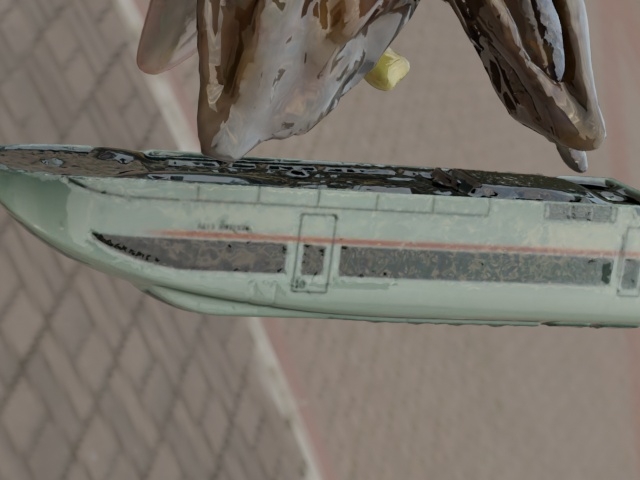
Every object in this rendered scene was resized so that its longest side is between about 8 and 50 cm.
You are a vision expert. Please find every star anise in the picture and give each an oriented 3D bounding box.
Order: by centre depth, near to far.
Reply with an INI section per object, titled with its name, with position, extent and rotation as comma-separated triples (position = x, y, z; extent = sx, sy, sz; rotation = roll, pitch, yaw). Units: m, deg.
[star anise]
position = 0.037, -0.118, 0.518
extent = 0.093, 0.229, 0.236
rotation = 66, 41, -52

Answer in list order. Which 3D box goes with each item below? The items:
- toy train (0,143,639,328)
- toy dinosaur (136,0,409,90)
[toy train]
position = 0.000, 0.000, 1.058
extent = 0.086, 0.407, 0.088
rotation = -140, -124, -65
[toy dinosaur]
position = -0.040, -0.154, 0.677
extent = 0.177, 0.152, 0.194
rotation = 148, -56, -74
